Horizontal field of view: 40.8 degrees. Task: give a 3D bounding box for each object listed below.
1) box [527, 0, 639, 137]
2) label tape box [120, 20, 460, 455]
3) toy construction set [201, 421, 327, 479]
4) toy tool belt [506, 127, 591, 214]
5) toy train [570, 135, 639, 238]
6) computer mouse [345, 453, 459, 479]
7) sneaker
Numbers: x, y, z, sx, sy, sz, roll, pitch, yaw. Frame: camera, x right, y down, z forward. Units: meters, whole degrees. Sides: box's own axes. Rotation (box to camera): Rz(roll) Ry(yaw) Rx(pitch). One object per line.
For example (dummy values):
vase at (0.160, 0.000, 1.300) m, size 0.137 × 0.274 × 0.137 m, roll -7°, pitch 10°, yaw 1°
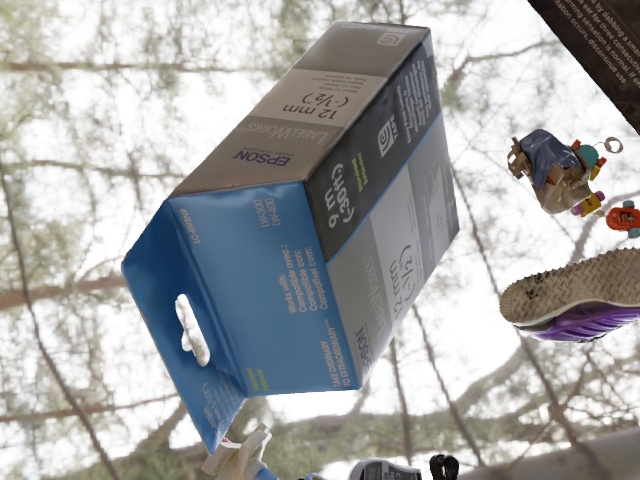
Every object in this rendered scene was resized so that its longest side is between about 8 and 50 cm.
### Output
box at (0.341, -0.261, 0.670) m, size 0.294 × 0.296 × 0.182 m, roll -40°, pitch -94°, yaw 34°
label tape box at (0.000, 0.000, 0.767) m, size 0.115 × 0.347 × 0.249 m, roll 11°, pitch -44°, yaw 28°
toy construction set at (-0.005, 0.348, 0.950) m, size 0.327 × 0.215 × 0.151 m, roll 45°, pitch -72°, yaw 18°
toy tool belt at (0.169, -0.062, 0.657) m, size 0.051 × 0.052 × 0.083 m, roll 49°, pitch 9°, yaw -45°
toy train at (0.421, -0.075, 1.298) m, size 0.046 × 0.125 × 0.166 m, roll 115°, pitch -28°, yaw -63°
computer mouse at (0.079, 0.261, 0.881) m, size 0.042 × 0.193 × 0.106 m, roll -15°, pitch -118°, yaw 39°
sneaker at (0.446, 0.100, 1.364) m, size 0.293 × 0.146 × 0.102 m, roll -13°, pitch -128°, yaw 31°
